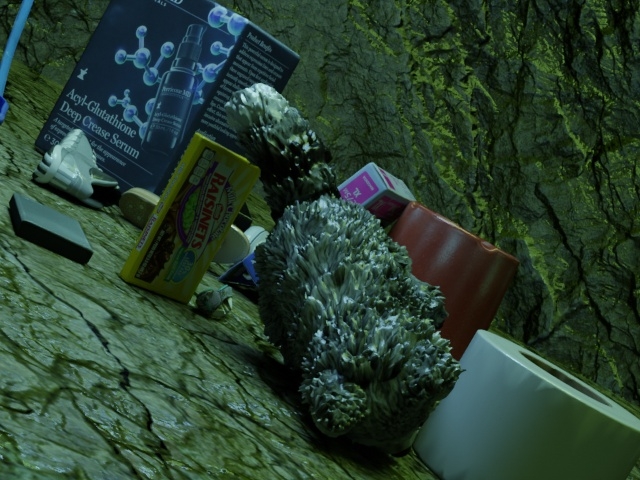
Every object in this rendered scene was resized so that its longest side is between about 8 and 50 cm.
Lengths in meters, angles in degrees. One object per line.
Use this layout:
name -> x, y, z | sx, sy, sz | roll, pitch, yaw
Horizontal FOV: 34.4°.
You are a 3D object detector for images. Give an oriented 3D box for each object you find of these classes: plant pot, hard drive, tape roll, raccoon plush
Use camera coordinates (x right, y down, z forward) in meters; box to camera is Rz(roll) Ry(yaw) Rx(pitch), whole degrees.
plant pot -> 0.167, 0.095, 1.656 | 0.272, 0.265, 0.272 | 29, 5, -3
hard drive -> -0.339, -0.016, 1.293 | 0.094, 0.022, 0.135 | 27, 5, -26
tape roll -> 0.258, 0.241, 1.270 | 0.246, 0.169, 0.246 | 29, 5, -3
raccoon plush -> -0.012, 0.039, 1.171 | 0.446, 0.216, 0.299 | 51, 3, -5

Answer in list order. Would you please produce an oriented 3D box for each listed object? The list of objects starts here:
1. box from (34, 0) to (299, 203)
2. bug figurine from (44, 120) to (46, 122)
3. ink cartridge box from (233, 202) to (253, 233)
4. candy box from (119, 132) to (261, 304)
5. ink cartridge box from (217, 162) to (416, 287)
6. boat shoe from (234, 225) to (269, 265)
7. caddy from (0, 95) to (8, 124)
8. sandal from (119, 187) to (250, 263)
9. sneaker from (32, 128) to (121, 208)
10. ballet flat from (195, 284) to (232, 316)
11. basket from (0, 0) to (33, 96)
box -> -0.281, -0.256, 1.902 | 0.294, 0.395, 0.212 | 31, 5, 26
bug figurine -> -0.453, -0.196, 2.195 | 0.216, 0.072, 0.279 | 31, 5, 12
ink cartridge box -> -0.252, -0.088, 2.345 | 0.176, 0.069, 0.371 | 29, 3, -11
candy box -> -0.163, -0.025, 1.316 | 0.105, 0.205, 0.027 | 25, 6, -43
ink cartridge box -> 0.000, 0.000, 1.675 | 0.065, 0.311, 0.186 | 59, 14, 15
boat shoe -> -0.097, 0.026, 1.903 | 0.076, 0.083, 0.226 | 29, 4, 11
caddy -> -0.473, -0.165, 1.131 | 0.241, 0.179, 0.341 | 27, 6, -19
sandal -> -0.236, -0.008, 1.658 | 0.240, 0.088, 0.079 | 24, 34, 17
sneaker -> -0.383, -0.105, 1.690 | 0.132, 0.086, 0.228 | 34, 14, -9
ballet flat -> -0.139, 0.084, 1.388 | 0.041, 0.041, 0.114 | 30, 5, 8
basket -> -0.600, -0.324, 1.592 | 0.289, 0.254, 0.201 | 19, 1, 14
